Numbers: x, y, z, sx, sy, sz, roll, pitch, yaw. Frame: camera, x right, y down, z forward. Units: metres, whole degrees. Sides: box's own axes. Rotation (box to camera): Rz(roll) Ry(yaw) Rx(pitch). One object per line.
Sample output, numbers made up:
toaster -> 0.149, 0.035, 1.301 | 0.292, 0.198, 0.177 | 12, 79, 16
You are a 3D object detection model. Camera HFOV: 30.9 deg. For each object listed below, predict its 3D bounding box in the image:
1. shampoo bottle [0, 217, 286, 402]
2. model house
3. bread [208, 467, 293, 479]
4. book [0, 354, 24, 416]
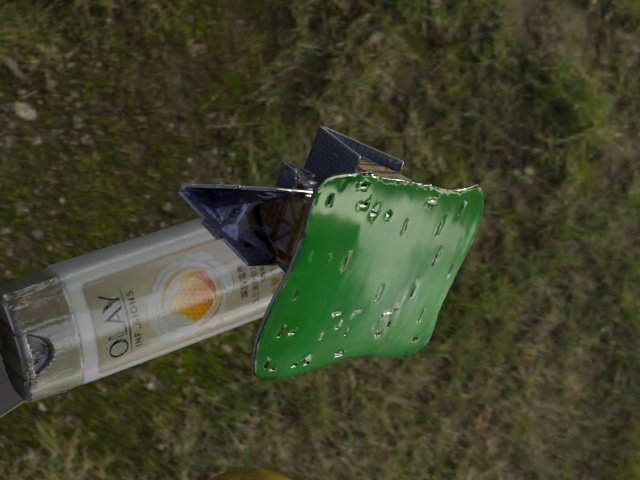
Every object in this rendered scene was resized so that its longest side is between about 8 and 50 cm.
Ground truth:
shampoo bottle -> -0.113, 0.037, 0.819 | 0.227, 0.056, 0.086 | -18, 114, -30
model house -> 0.000, 0.000, 0.627 | 0.167, 0.088, 0.117 | -4, 119, -52
bread -> -0.050, 0.314, 1.051 | 0.105, 0.213, 0.213 | -23, 108, -55
book -> -0.400, 0.060, 0.931 | 0.217, 0.021, 0.310 | -33, 111, 1
